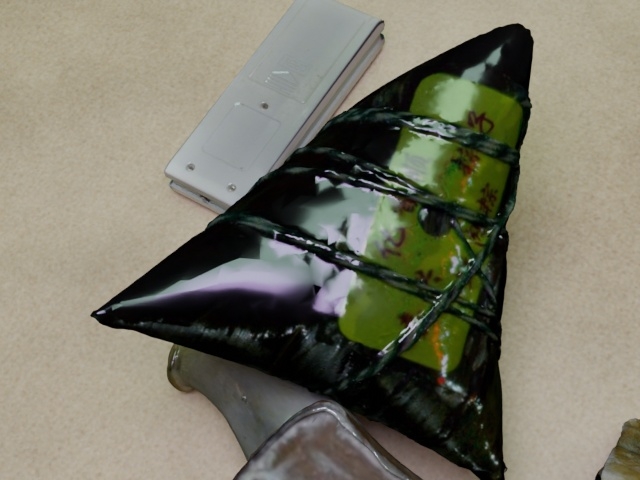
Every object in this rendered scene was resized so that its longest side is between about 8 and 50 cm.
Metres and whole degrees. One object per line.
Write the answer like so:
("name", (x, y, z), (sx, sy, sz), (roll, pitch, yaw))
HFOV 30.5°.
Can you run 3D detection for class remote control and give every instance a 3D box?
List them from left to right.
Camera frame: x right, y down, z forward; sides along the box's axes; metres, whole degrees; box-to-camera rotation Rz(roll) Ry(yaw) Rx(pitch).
("remote control", (-0.045, -0.146, 1.266), (0.103, 0.055, 0.277), (27, 68, 20))

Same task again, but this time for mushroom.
("mushroom", (-0.039, 0.162, 1.060), (0.270, 0.103, 0.118), (47, 119, 28))

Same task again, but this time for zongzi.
("zongzi", (0.000, 0.000, 1.012), (0.362, 0.319, 0.383), (14, 64, -17))

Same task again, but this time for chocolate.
("chocolate", (0.048, 0.245, 0.935), (0.254, 0.080, 0.157), (41, 106, 3))

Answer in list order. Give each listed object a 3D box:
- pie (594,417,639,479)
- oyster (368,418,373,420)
("pie", (0.321, 0.204, 0.958), (0.185, 0.218, 0.052), (14, 100, 16))
("oyster", (0.062, 0.133, 1.096), (0.148, 0.051, 0.103), (21, 47, 17))
